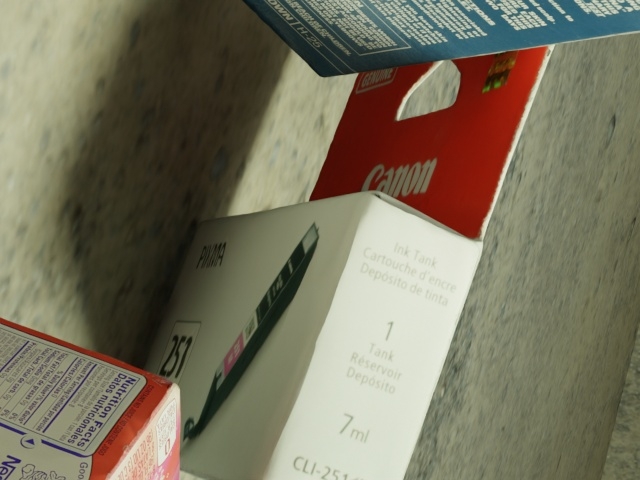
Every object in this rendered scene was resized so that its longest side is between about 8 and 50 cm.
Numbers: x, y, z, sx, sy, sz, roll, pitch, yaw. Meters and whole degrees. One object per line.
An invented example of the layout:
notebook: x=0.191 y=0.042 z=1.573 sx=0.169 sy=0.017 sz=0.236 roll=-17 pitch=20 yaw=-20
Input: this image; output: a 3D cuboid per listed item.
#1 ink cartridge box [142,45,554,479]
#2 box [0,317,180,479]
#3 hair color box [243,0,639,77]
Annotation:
ink cartridge box: x=0.000 y=0.000 z=0.842 sx=0.238 sy=0.060 sz=0.275 roll=-70 pitch=-164 yaw=-8
box: x=-0.156 y=0.145 z=0.595 sx=0.257 sy=0.128 sz=0.122 roll=-56 pitch=157 yaw=-45
hair color box: x=0.093 y=-0.167 z=0.712 sx=0.174 sy=0.105 sz=0.347 roll=-54 pitch=-157 yaw=-16
